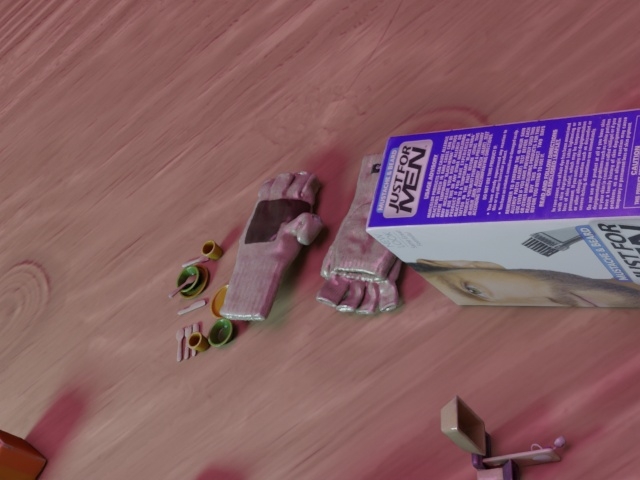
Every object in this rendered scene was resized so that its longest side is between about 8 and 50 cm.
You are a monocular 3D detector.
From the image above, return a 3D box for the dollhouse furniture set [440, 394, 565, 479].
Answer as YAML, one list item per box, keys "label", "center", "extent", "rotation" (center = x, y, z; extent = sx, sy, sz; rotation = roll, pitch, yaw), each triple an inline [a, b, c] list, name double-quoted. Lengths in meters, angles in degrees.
- label: "dollhouse furniture set"
  center: [0.158, 0.183, 0.813]
  extent: [0.081, 0.114, 0.091]
  rotation: [-15, 52, 26]

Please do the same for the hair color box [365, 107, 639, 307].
- label: "hair color box"
  center: [0.233, -0.019, 0.830]
  extent: [0.339, 0.185, 0.110]
  rotation: [-1, 64, 39]

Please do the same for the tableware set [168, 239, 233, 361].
- label: "tableware set"
  center: [-0.144, 0.070, 1.188]
  extent: [0.104, 0.024, 0.154]
  rotation: [-21, 51, 27]

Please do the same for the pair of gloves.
- label: "pair of gloves"
  center: [0.000, 0.000, 1.107]
  extent: [0.240, 0.042, 0.204]
  rotation: [-9, 55, 32]

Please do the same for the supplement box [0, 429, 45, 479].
- label: "supplement box"
  center: [-0.452, 0.356, 1.213]
  extent: [0.080, 0.078, 0.233]
  rotation: [19, 75, 44]
